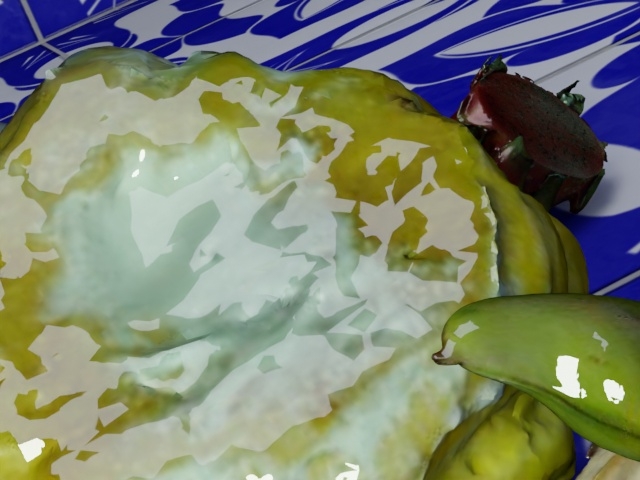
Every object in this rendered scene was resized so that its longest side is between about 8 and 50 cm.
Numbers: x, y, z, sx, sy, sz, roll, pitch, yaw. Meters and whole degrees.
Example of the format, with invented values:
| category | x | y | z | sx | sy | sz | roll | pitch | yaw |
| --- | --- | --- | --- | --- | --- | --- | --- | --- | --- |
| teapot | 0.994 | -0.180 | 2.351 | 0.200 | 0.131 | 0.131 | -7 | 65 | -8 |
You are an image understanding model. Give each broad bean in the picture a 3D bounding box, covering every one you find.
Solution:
| category | x | y | z | sx | sy | sz | roll | pitch | yaw |
| --- | --- | --- | --- | --- | --- | --- | --- | --- | --- |
| broad bean | 0.201 | 0.071 | 0.782 | 0.325 | 0.075 | 0.067 | 10 | -20 | -14 |

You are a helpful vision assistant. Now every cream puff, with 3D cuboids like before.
| category | x | y | z | sx | sy | sz | roll | pitch | yaw |
| --- | --- | --- | --- | --- | --- | --- | --- | --- | --- |
| cream puff | -0.043 | 0.077 | 0.932 | 0.378 | 0.275 | 0.378 | -5 | 47 | 5 |

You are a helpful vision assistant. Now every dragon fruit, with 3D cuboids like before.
| category | x | y | z | sx | sy | sz | roll | pitch | yaw |
| --- | --- | --- | --- | --- | --- | --- | --- | --- | --- |
| dragon fruit | 0.127 | -0.061 | 1.321 | 0.175 | 0.142 | 0.138 | -42 | 53 | 4 |

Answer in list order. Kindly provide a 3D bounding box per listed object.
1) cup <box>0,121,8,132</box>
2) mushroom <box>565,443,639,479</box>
| category | x | y | z | sx | sy | sz | roll | pitch | yaw |
| --- | --- | --- | --- | --- | --- | --- | --- | --- | --- |
| cup | -0.307 | 0.039 | 1.425 | 0.205 | 0.205 | 0.312 | -14 | 18 | 27 |
| mushroom | 0.150 | 0.126 | 0.815 | 0.094 | 0.072 | 0.210 | -6 | 27 | 47 |
